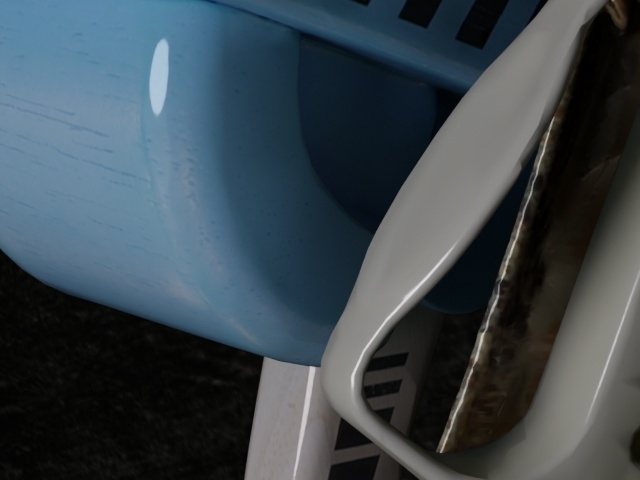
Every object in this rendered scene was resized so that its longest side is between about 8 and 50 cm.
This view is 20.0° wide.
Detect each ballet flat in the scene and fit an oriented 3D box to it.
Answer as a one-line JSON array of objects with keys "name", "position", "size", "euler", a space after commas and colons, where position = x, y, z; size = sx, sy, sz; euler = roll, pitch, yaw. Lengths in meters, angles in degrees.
[{"name": "ballet flat", "position": [0.069, 0.081, 0.568], "size": [0.164, 0.182, 0.483], "euler": [19, 93, 56]}]

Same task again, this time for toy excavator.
[{"name": "toy excavator", "position": [0.000, 0.000, 0.693], "size": [0.222, 0.433, 0.445], "euler": [16, 91, 46]}]
